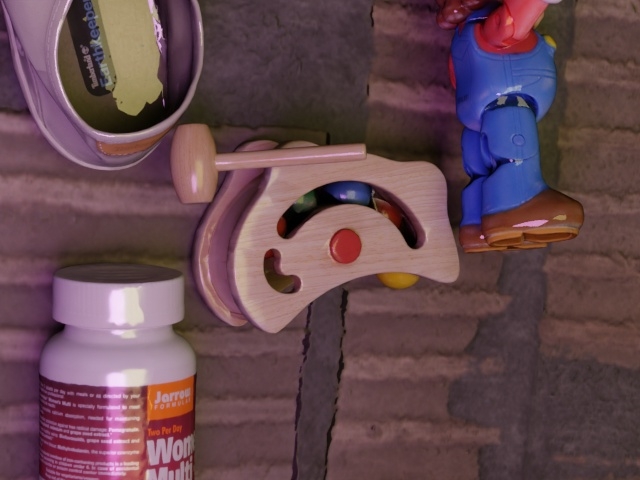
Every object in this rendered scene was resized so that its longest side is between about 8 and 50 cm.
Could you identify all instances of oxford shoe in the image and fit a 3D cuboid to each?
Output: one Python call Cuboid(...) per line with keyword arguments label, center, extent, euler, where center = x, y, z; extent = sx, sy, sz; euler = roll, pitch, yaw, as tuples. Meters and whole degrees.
Cuboid(label="oxford shoe", center=(-0.193, -0.260, 1.321), extent=(0.169, 0.130, 0.449), euler=(-25, 108, -22))

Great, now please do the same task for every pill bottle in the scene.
Cuboid(label="pill bottle", center=(-0.155, 0.134, 1.404), extent=(0.121, 0.121, 0.221), euler=(-3, 99, -29))

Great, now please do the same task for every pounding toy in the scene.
Cuboid(label="pounding toy", center=(0.000, 0.000, 1.451), extent=(0.269, 0.155, 0.154), euler=(7, 90, -30))

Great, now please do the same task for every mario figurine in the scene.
Cuboid(label="mario figurine", center=(0.176, -0.156, 1.499), extent=(0.170, 0.198, 0.321), euler=(-1, 85, -47))
